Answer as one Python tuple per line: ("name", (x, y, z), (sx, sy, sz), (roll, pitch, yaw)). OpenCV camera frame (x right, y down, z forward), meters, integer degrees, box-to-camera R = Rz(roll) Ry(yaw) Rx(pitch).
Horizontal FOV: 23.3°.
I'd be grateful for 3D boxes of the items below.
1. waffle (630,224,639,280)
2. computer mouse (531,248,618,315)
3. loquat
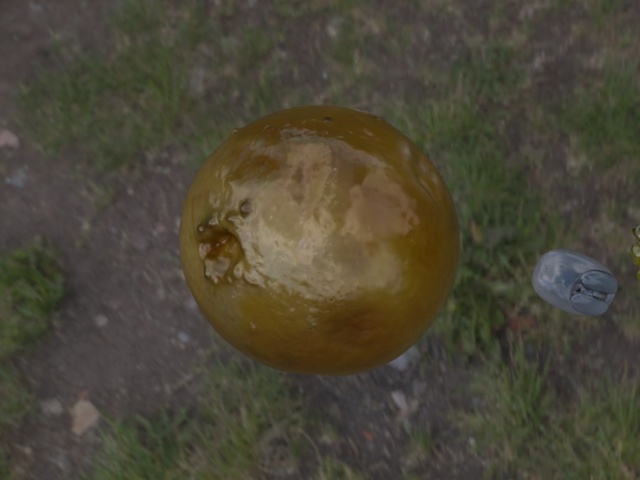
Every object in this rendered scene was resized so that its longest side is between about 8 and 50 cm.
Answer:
("waffle", (0.454, 0.008, 1.781), (0.194, 0.051, 0.149), (-29, 60, 18))
("computer mouse", (0.275, 0.047, 1.672), (0.096, 0.039, 0.066), (25, 102, -6))
("loquat", (0.000, 0.000, 1.787), (0.328, 0.328, 0.328), (-4, 64, 9))
